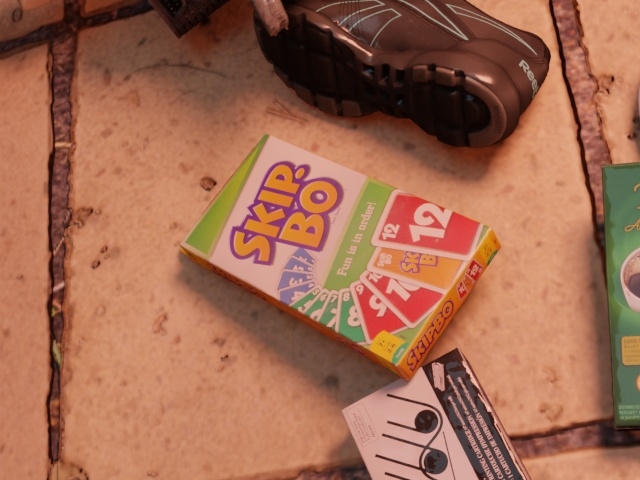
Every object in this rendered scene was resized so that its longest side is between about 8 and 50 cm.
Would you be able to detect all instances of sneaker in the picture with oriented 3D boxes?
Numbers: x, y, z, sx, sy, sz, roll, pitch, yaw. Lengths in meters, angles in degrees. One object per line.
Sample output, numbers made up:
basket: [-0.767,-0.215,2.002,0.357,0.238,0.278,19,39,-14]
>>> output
sneaker: [0.063,-0.155,0.853,0.267,0.101,0.106,25,55,29]

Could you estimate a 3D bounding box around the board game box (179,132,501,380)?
board game box: [0.000,0.000,0.804,0.259,0.039,0.124,25,72,39]

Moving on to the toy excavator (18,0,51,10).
toy excavator: [-0.472,-0.164,0.917,0.445,0.433,0.222,-54,51,37]

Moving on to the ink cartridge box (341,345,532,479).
ink cartridge box: [0.101,0.186,0.698,0.097,0.046,0.207,-30,60,7]

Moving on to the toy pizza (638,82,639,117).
toy pizza: [0.337,-0.106,0.747,0.201,0.032,0.201,-8,68,20]

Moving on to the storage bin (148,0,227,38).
storage bin: [-0.154,-0.284,0.944,0.084,0.122,0.180,-38,47,1]

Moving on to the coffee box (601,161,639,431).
coffee box: [0.252,0.035,0.695,0.113,0.040,0.184,-6,75,21]

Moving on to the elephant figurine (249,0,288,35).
elephant figurine: [-0.008,-0.302,0.854,0.169,0.239,0.186,37,118,13]
